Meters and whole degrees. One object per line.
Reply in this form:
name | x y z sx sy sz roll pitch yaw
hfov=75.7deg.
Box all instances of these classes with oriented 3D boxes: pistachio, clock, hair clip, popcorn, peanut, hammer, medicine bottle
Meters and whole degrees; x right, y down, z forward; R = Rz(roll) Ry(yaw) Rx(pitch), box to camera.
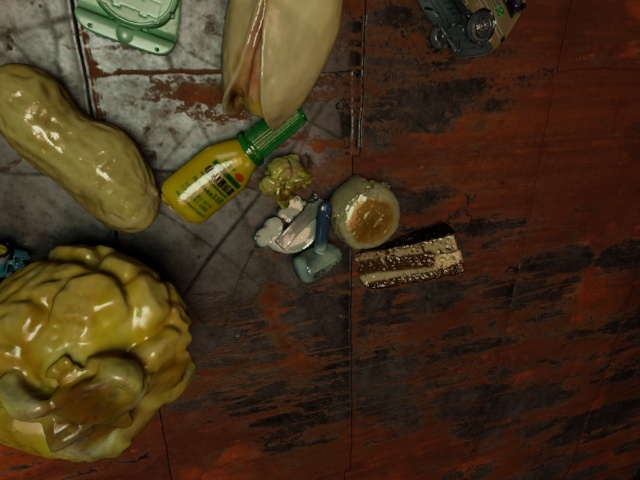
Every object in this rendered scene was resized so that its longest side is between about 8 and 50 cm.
pistachio | -0.071 -0.339 0.677 0.188 0.187 0.299 15 103 -24
clock | -0.292 -0.402 0.646 0.148 0.060 0.188 10 108 -22
hair clip | -0.056 -0.030 0.896 0.116 0.049 0.172 40 98 -24
popcorn | -0.071 -0.122 0.823 0.089 0.109 0.097 38 138 -8
popcorn | -0.415 0.191 0.724 0.391 0.353 0.344 -2 157 17
peanut | -0.390 -0.148 0.684 0.148 0.147 0.318 -38 116 0
hammer | 0.000 0.000 0.879 0.116 0.069 0.193 -25 139 -34
medicine bottle | -0.159 -0.157 0.790 0.309 0.076 0.111 -40 133 0

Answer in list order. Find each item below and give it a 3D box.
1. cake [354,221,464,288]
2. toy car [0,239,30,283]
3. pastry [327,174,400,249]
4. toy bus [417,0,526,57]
cake | 0.220 0.037 1.022 0.246 0.135 0.112 -13 107 19
toy car | -0.615 0.024 0.719 0.162 0.098 0.126 -6 147 -46
pastry | 0.096 -0.060 0.912 0.166 0.088 0.165 -7 112 -16
toy bus | 0.248 -0.489 0.750 0.157 0.139 0.289 -47 115 0
